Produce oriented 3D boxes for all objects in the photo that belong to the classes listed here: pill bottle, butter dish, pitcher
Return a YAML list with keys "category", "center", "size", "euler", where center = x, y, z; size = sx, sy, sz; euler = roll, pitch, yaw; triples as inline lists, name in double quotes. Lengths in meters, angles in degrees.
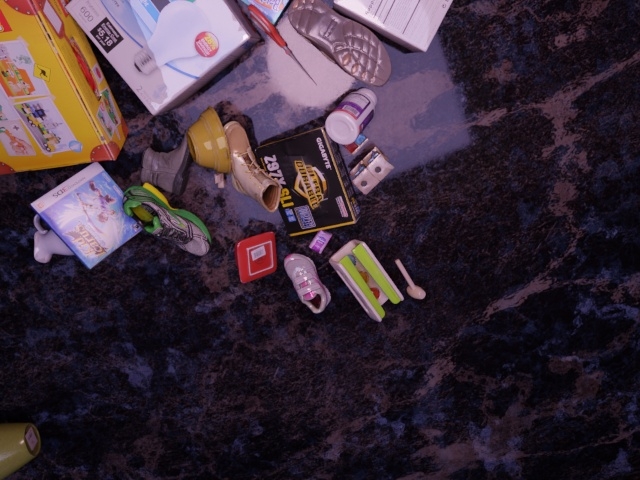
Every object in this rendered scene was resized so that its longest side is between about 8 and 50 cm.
- category: "pill bottle"
  center: [0.102, -0.388, 1.465]
  size: [0.108, 0.193, 0.108]
  euler: [20, 139, 18]
- category: "butter dish"
  center: [-0.245, 0.046, 1.679]
  size: [0.160, 0.118, 0.160]
  euler: [-20, 119, -38]
- category: "pitcher"
  center: [-0.891, -0.030, 1.649]
  size: [0.207, 0.125, 0.178]
  euler: [-14, 92, 14]

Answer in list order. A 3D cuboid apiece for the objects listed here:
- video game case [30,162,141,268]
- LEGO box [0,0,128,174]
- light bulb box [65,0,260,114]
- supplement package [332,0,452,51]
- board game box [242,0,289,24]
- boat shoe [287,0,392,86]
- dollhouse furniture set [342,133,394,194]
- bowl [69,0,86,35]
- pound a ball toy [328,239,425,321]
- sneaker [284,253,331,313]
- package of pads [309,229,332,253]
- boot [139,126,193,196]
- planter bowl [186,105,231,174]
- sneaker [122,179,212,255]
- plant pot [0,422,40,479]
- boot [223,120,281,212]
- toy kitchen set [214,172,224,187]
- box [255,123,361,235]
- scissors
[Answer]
- category: "video game case"
  center: [-0.755, -0.083, 1.580]
  size: [0.244, 0.061, 0.269]
  euler: [-44, 109, -25]
- category: "LEGO box"
  center: [-0.836, -0.456, 1.346]
  size: [0.372, 0.193, 0.500]
  euler: [-7, 135, 2]
- category: "light bulb box"
  center: [-0.428, -0.617, 1.365]
  size: [0.361, 0.225, 0.358]
  euler: [-34, 107, 13]
- category: "supplement package"
  center: [0.201, -0.686, 1.366]
  size: [0.293, 0.177, 0.175]
  euler: [25, 109, -9]
- category: "board game box"
  center: [-0.143, -0.773, 1.401]
  size: [0.160, 0.047, 0.210]
  euler: [33, 108, -12]
- category: "boat shoe"
  center: [0.066, -0.595, 1.428]
  size: [0.355, 0.130, 0.132]
  euler: [38, 103, -7]
- category: "dollhouse furniture set"
  center: [0.120, -0.268, 1.548]
  size: [0.183, 0.129, 0.129]
  euler: [42, 105, -15]
- category: "bowl"
  center: [-0.854, -0.672, 1.392]
  size: [0.298, 0.134, 0.298]
  euler: [0, 111, -1]
- category: "pound a ball toy"
  center: [0.202, 0.134, 1.719]
  size: [0.208, 0.136, 0.319]
  euler: [-41, 107, -13]
- category: "sneaker"
  center: [-0.043, 0.158, 1.717]
  size: [0.103, 0.111, 0.252]
  euler: [-33, 107, 11]
- category: "package of pads"
  center: [0.000, 0.000, 1.701]
  size: [0.050, 0.032, 0.083]
  euler: [29, 108, -8]
- category: "boot"
  center: [-0.507, -0.276, 1.574]
  size: [0.161, 0.083, 0.246]
  euler: [22, 108, -2]
- category: "planter bowl"
  center: [-0.356, -0.297, 1.476]
  size: [0.090, 0.217, 0.217]
  euler: [-19, 112, -20]
- category: "sneaker"
  center: [-0.519, -0.044, 1.606]
  size: [0.343, 0.146, 0.134]
  euler: [37, 115, -28]
- category: "plant pot"
  center: [-1.307, 0.851, 1.914]
  size: [0.293, 0.275, 0.275]
  euler: [-17, 110, -10]
- category: "boot"
  center: [-0.214, -0.227, 1.495]
  size: [0.095, 0.203, 0.262]
  euler: [-28, 135, -28]
- category: "toy kitchen set"
  center: [-0.311, -0.217, 1.598]
  size: [0.075, 0.068, 0.083]
  euler: [0, 111, 0]
- category: "box"
  center: [-0.039, -0.190, 1.557]
  size: [0.257, 0.079, 0.322]
  euler: [-10, 111, 29]
- category: "scissors"
  center: [-0.109, -0.584, 1.442]
  size: [0.021, 0.109, 0.297]
  euler: [-46, 106, -1]
